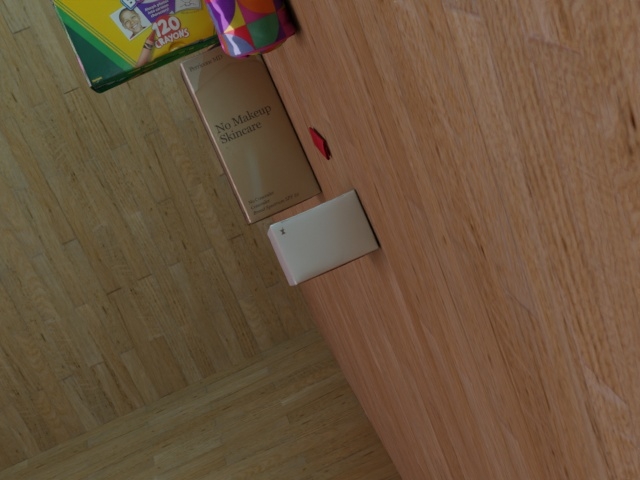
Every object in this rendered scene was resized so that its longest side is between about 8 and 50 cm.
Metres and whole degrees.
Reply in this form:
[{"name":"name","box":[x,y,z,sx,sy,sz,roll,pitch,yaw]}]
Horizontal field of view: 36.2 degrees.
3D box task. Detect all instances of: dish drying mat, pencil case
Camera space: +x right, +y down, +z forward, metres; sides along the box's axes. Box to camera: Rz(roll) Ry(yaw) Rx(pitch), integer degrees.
[{"name":"dish drying mat","box":[-0.001,-0.144,1.453,0.083,0.008,0.032,-123,11,-65]},{"name":"pencil case","box":[-0.115,-0.341,1.209,0.104,0.104,0.236,-138,24,-78]}]

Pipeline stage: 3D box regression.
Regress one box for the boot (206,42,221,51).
[{"name":"boot","box":[-0.184,-0.420,1.791,0.137,0.076,0.198,71,162,-1]}]

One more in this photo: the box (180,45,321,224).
[{"name":"box","box":[-0.128,-0.197,1.774,0.311,0.148,0.121,65,174,-2]}]

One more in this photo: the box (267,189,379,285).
[{"name":"box","box":[0.000,0.000,1.414,0.170,0.130,0.091,147,99,-85]}]

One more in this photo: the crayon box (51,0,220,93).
[{"name":"crayon box","box":[-0.242,-0.350,1.452,0.081,0.278,0.165,-169,55,-85]}]
